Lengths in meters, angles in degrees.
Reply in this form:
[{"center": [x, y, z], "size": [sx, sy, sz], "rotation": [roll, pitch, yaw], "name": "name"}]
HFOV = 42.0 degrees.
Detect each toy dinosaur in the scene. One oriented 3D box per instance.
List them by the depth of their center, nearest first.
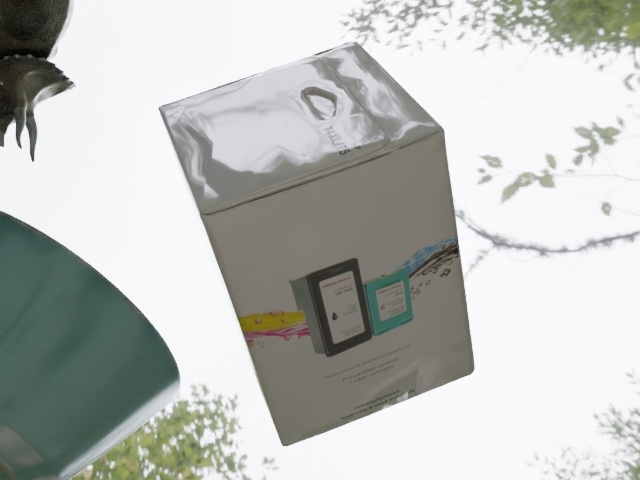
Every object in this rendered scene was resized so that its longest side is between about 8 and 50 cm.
[{"center": [-0.306, -0.257, 0.854], "size": [0.160, 0.121, 0.313], "rotation": [26, -66, 13], "name": "toy dinosaur"}]

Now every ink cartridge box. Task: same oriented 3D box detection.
[{"center": [0.000, 0.000, 0.752], "size": [0.197, 0.198, 0.270], "rotation": [-20, -52, -8], "name": "ink cartridge box"}]

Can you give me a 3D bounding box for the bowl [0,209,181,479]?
[{"center": [-0.307, 0.126, 0.799], "size": [0.311, 0.311, 0.163], "rotation": [41, -124, -15], "name": "bowl"}]
